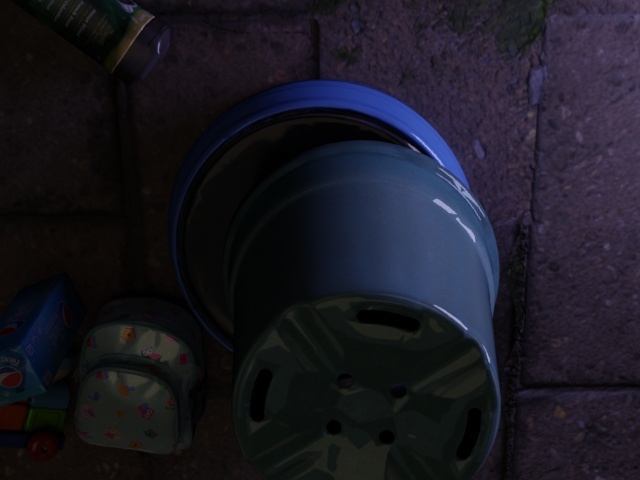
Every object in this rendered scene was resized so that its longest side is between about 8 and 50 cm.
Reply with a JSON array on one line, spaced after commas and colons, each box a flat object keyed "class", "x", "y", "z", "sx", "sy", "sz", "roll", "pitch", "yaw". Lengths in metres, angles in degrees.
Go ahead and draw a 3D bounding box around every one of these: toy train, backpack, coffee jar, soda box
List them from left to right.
[{"class": "toy train", "x": -0.441, "y": 0.193, "z": 1.311, "sx": 0.248, "sy": 0.105, "sz": 0.144, "roll": 12, "pitch": 100, "yaw": -32}, {"class": "soda box", "x": -0.354, "y": 0.118, "z": 1.256, "sx": 0.071, "sy": 0.210, "sz": 0.067, "roll": -20, "pitch": 109, "yaw": 8}, {"class": "coffee jar", "x": -0.261, "y": -0.258, "z": 1.172, "sx": 0.184, "sy": 0.096, "sz": 0.079, "roll": 36, "pitch": 106, "yaw": -11}, {"class": "backpack", "x": -0.232, "y": 0.174, "z": 1.314, "sx": 0.165, "sy": 0.144, "sz": 0.189, "roll": 8, "pitch": 108, "yaw": 4}]

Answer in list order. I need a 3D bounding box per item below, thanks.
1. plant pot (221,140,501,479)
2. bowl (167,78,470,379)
[{"class": "plant pot", "x": 0.046, "y": 0.104, "z": 1.095, "sx": 0.340, "sy": 0.334, "sz": 0.341, "roll": 0, "pitch": 112, "yaw": 1}, {"class": "bowl", "x": 0.000, "y": 0.000, "z": 1.275, "sx": 0.390, "sy": 0.077, "sz": 0.391, "roll": 1, "pitch": 111, "yaw": 1}]
